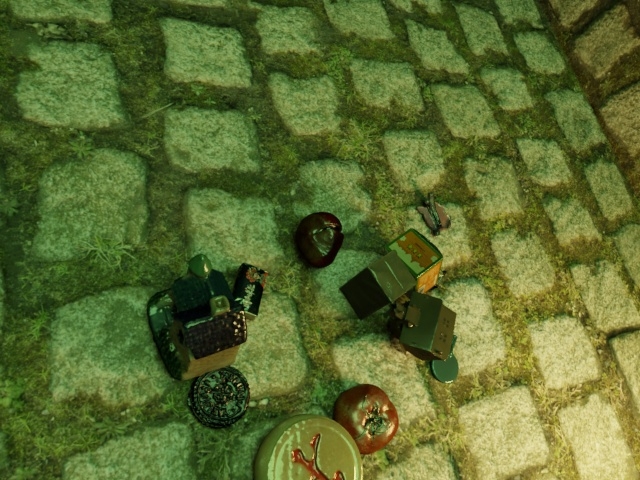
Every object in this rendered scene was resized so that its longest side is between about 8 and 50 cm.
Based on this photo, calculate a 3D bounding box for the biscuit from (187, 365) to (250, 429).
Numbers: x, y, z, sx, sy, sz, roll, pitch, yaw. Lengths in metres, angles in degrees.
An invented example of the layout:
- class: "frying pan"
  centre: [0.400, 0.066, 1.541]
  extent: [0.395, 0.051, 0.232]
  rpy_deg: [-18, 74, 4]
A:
- class: "biscuit"
  centre: [-0.308, 0.478, 1.629]
  extent: [0.194, 0.053, 0.194]
  rpy_deg: [11, 62, -21]

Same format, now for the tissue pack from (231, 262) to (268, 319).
- class: "tissue pack"
  centre: [-0.245, 0.174, 1.779]
  extent: [0.103, 0.090, 0.170]
  rpy_deg: [22, 60, -19]

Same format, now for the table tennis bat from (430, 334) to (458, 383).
- class: "table tennis bat"
  centre: [0.490, 0.452, 2.043]
  extent: [0.124, 0.033, 0.201]
  rpy_deg: [32, 59, -12]

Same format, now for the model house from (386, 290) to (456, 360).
- class: "model house"
  centre: [0.329, 0.300, 1.923]
  extent: [0.243, 0.204, 0.211]
  rpy_deg: [33, 59, -21]

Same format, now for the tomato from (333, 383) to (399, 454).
- class: "tomato"
  centre: [0.165, 0.594, 1.780]
  extent: [0.237, 0.095, 0.237]
  rpy_deg: [10, 64, -22]

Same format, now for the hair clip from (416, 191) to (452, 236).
- class: "hair clip"
  centre: [0.500, -0.117, 2.311]
  extent: [0.146, 0.056, 0.187]
  rpy_deg: [-21, 86, -33]

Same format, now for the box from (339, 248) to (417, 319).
- class: "box"
  centre: [0.207, 0.162, 1.921]
  extent: [0.155, 0.231, 0.149]
  rpy_deg: [-30, 82, -34]

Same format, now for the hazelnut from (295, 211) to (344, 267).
- class: "hazelnut"
  centre: [0.000, 0.000, 1.949]
  extent: [0.178, 0.178, 0.204]
  rpy_deg: [0, 72, -26]

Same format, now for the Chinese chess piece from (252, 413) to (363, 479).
- class: "Chinese chess piece"
  centre: [-0.036, 0.700, 1.604]
  extent: [0.338, 0.140, 0.338]
  rpy_deg: [10, 63, -21]

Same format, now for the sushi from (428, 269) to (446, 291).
- class: "sushi"
  centre: [0.441, 0.149, 2.129]
  extent: [0.094, 0.084, 0.098]
  rpy_deg: [35, 54, 1]

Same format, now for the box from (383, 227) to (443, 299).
- class: "box"
  centre: [0.347, 0.091, 1.997]
  extent: [0.148, 0.195, 0.177]
  rpy_deg: [-34, 60, -16]

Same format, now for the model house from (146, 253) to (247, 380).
- class: "model house"
  centre: [-0.356, 0.212, 1.576]
  extent: [0.243, 0.284, 0.298]
  rpy_deg: [-12, 62, -34]
